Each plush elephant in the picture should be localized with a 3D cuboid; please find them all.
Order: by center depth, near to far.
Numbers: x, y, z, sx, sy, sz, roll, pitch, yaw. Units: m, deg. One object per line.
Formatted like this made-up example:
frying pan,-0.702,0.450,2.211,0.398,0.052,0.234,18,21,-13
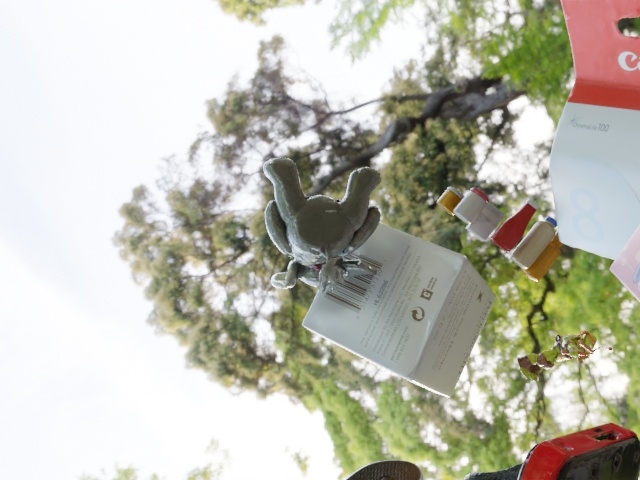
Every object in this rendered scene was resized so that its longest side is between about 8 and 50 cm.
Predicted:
plush elephant,0.000,0.000,1.686,0.255,0.271,0.330,109,159,-67

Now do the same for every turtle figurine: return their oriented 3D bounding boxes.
turtle figurine,0.623,0.288,1.855,0.269,0.217,0.087,16,-132,-59

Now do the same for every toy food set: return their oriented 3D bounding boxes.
toy food set,0.329,-0.038,1.265,0.232,0.104,0.111,39,-179,5

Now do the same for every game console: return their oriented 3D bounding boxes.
game console,0.388,0.465,1.099,0.386,0.060,0.342,8,-87,-48

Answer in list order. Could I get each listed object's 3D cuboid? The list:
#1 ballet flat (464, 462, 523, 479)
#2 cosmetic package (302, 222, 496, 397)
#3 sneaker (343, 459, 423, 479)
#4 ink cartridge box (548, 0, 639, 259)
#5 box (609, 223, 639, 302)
ballet flat,0.448,0.597,1.813,0.057,0.173,0.049,53,-146,-38
cosmetic package,0.223,0.183,1.903,0.330,0.327,0.393,-64,-29,-6
sneaker,0.096,0.573,1.553,0.106,0.290,0.123,-107,-8,-55
ink cartridge box,0.449,-0.136,0.989,0.091,0.308,0.385,-29,-63,-19
box,0.362,-0.001,0.633,0.091,0.171,0.130,24,-161,-9
